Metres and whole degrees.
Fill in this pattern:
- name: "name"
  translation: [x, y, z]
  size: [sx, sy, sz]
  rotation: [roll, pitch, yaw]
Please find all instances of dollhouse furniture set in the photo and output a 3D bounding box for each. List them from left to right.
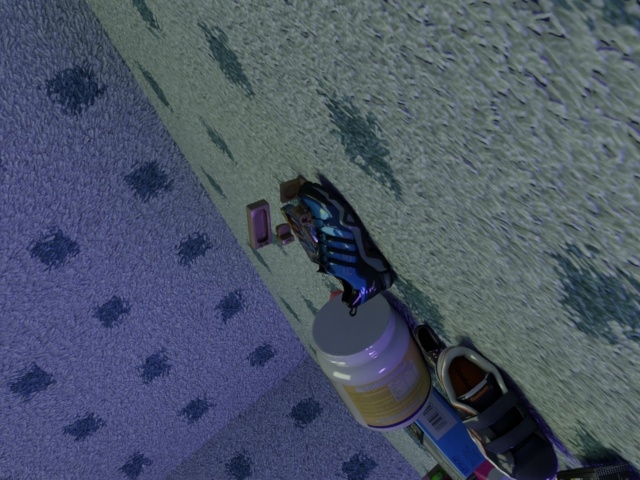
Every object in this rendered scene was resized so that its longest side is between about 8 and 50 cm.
- name: "dollhouse furniture set"
  translation: [-0.075, -0.043, 1.575]
  size: [0.123, 0.151, 0.144]
  rotation: [39, 142, 43]

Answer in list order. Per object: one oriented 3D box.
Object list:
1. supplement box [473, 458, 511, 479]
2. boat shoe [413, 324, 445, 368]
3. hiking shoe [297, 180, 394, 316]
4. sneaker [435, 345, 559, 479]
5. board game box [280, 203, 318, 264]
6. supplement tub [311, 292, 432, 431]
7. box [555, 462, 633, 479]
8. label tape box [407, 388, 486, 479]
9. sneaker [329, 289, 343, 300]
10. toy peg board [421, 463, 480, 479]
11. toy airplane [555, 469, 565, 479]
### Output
- name: "supplement box"
  translation: [0.483, 0.604, 1.588]
  size: [0.220, 0.114, 0.111]
  rotation: [51, 168, -6]
- name: "boat shoe"
  translation: [0.259, 0.251, 1.538]
  size: [0.133, 0.048, 0.042]
  rotation: [56, 176, 3]
- name: "hiking shoe"
  translation: [0.034, 0.012, 1.473]
  size: [0.304, 0.132, 0.113]
  rotation: [53, 168, -7]
- name: "sneaker"
  translation: [0.339, 0.345, 1.327]
  size: [0.321, 0.126, 0.127]
  rotation: [49, 174, 22]
- name: "board game box"
  translation: [0.000, 0.000, 1.743]
  size: [0.194, 0.060, 0.194]
  rotation: [32, 157, 55]
- name: "supplement tub"
  translation: [0.131, 0.304, 1.710]
  size: [0.241, 0.241, 0.331]
  rotation: [38, 162, 48]
- name: "box"
  translation: [0.495, 0.522, 1.139]
  size: [0.216, 0.060, 0.270]
  rotation: [84, 175, -70]
- name: "label tape box"
  translation: [0.369, 0.598, 1.999]
  size: [0.249, 0.115, 0.348]
  rotation: [46, 165, 25]
- name: "sneaker"
  translation: [0.107, 0.250, 2.049]
  size: [0.314, 0.115, 0.136]
  rotation: [54, -156, -53]
- name: "toy peg board"
  translation: [0.442, 0.774, 2.169]
  size: [0.161, 0.161, 0.079]
  rotation: [48, 153, 19]
- name: "toy airplane"
  translation: [0.520, 0.711, 1.395]
  size: [0.384, 0.386, 0.272]
  rotation: [41, -161, 9]
